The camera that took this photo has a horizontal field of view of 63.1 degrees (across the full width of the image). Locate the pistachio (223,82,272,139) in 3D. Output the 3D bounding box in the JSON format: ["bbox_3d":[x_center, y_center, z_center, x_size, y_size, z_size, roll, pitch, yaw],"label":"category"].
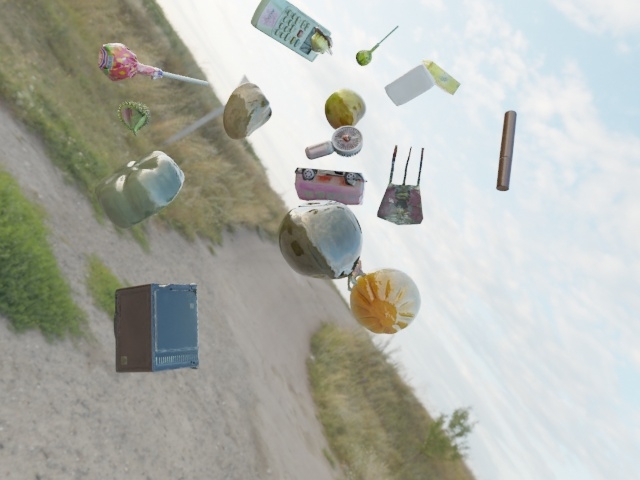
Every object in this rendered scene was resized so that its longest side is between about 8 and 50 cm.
[{"bbox_3d":[-0.353,-0.598,2.423,0.213,0.260,0.162,49,-17,-27],"label":"pistachio"}]

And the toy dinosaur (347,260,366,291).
[{"bbox_3d":[0.118,0.105,1.932,0.212,0.057,0.143,51,38,-53],"label":"toy dinosaur"}]

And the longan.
[{"bbox_3d":[0.000,0.000,1.728,0.289,0.288,0.350,55,21,11],"label":"longan"}]

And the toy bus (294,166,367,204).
[{"bbox_3d":[0.039,-0.223,2.146,0.127,0.302,0.147,-16,111,-82],"label":"toy bus"}]

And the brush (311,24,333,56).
[{"bbox_3d":[0.003,-0.652,1.758,0.072,0.067,0.313,46,11,-6],"label":"brush"}]

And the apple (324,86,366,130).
[{"bbox_3d":[0.109,-0.595,2.360,0.196,0.195,0.196,55,-2,2],"label":"apple"}]

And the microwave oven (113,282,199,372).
[{"bbox_3d":[-0.458,0.245,1.462,0.178,0.188,0.248,9,73,-52],"label":"microwave oven"}]

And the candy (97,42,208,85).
[{"bbox_3d":[-0.564,-0.578,1.781,0.124,0.364,0.124,-174,-90,-65],"label":"candy"}]

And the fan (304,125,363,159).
[{"bbox_3d":[0.056,-0.386,2.128,0.074,0.244,0.130,75,-3,-65],"label":"fan"}]

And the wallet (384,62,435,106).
[{"bbox_3d":[0.353,-0.614,2.067,0.124,0.182,0.032,39,36,-38],"label":"wallet"}]

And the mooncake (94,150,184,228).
[{"bbox_3d":[-0.541,-0.161,1.562,0.135,0.274,0.275,62,-5,-31],"label":"mooncake"}]

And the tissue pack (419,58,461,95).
[{"bbox_3d":[0.505,-0.699,2.232,0.175,0.062,0.095,28,15,-26],"label":"tissue pack"}]

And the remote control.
[{"bbox_3d":[-0.105,-0.794,1.950,0.343,0.145,0.050,9,35,-51],"label":"remote control"}]

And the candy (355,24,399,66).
[{"bbox_3d":[0.208,-0.711,1.897,0.062,0.193,0.058,29,31,-43],"label":"candy"}]

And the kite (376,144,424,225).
[{"bbox_3d":[0.344,-0.221,2.183,0.022,0.204,0.361,-60,155,-58],"label":"kite"}]

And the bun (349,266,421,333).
[{"bbox_3d":[0.263,0.264,2.128,0.299,0.298,0.165,56,19,-14],"label":"bun"}]

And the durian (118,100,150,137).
[{"bbox_3d":[-0.842,-0.573,2.379,0.137,0.095,0.220,49,-39,-8],"label":"durian"}]

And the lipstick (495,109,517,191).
[{"bbox_3d":[0.764,-0.372,2.138,0.057,0.057,0.357,59,40,-66],"label":"lipstick"}]
